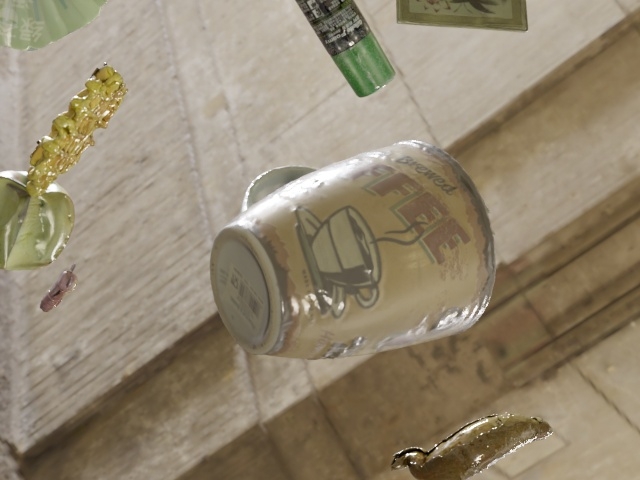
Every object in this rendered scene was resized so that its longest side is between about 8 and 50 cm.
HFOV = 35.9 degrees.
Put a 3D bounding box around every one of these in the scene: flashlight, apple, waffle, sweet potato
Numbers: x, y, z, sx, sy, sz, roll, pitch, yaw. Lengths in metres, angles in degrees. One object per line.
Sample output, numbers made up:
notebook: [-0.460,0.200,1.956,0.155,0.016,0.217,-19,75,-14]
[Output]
flashlight: [-0.427,0.084,1.623,0.031,0.110,0.052,27,39,-25]
apple: [-0.621,-0.042,2.050,0.207,0.188,0.174,13,16,-23]
waffle: [-0.457,-0.224,1.886,0.060,0.312,0.307,37,53,-7]
sweet potato: [0.278,0.386,1.823,0.124,0.310,0.098,33,37,-80]

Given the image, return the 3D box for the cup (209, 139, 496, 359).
cup: [0.000,0.000,1.086,0.257,0.227,0.301,-11,36,-33]

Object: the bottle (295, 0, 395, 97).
bottle: [0.019,-0.418,1.798,0.330,0.093,0.093,57,15,-17]

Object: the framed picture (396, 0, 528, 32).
framed picture: [0.238,-0.438,1.680,0.010,0.231,0.173,126,-37,-73]

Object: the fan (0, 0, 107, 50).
fan: [-0.346,-0.280,1.114,0.240,0.131,0.009,1,26,-38]
